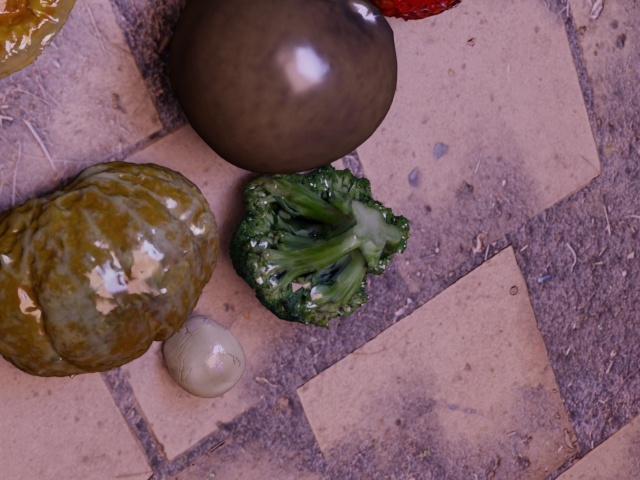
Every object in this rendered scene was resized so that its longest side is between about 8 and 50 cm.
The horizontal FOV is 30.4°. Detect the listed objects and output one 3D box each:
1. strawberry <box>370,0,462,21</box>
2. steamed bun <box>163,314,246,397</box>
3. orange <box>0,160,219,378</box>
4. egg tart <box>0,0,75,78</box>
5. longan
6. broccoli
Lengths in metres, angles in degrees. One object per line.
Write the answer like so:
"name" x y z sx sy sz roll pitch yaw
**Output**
"strawberry" 0.097 -0.442 1.711 0.288 0.250 0.239 -16 117 -57
"steamed bun" -0.173 0.185 1.806 0.112 0.091 0.130 -43 120 -13
"orange" -0.293 0.044 1.634 0.368 0.210 0.271 -33 119 -18
"egg tart" -0.468 -0.354 1.467 0.341 0.132 0.341 -8 107 -28
"longan" -0.052 -0.239 1.651 0.319 0.319 0.319 -8 106 -29
"broccoli" 0.000 0.000 1.785 0.294 0.245 0.265 -28 98 -49
